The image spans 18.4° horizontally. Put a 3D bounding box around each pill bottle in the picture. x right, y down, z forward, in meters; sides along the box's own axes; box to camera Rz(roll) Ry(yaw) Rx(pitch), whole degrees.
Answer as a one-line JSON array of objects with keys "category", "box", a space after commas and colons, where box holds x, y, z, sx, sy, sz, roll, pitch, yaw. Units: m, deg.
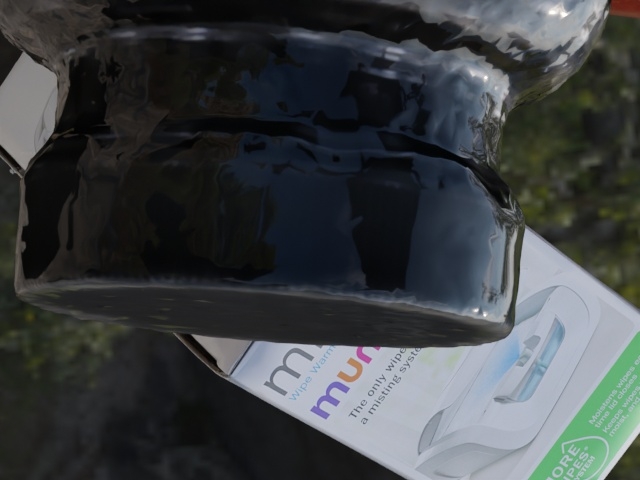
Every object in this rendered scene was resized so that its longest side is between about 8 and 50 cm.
[{"category": "pill bottle", "box": [-0.002, -0.093, 0.382, 0.123, 0.123, 0.219, 19, 74, -59]}]

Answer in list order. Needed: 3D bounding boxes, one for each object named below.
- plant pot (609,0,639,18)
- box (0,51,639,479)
[{"category": "plant pot", "box": [0.085, -0.184, 0.627, 0.272, 0.265, 0.272, -19, 119, -38]}, {"category": "box", "box": [0.000, 0.000, 0.925, 0.231, 0.262, 0.127, 34, 94, -41]}]
